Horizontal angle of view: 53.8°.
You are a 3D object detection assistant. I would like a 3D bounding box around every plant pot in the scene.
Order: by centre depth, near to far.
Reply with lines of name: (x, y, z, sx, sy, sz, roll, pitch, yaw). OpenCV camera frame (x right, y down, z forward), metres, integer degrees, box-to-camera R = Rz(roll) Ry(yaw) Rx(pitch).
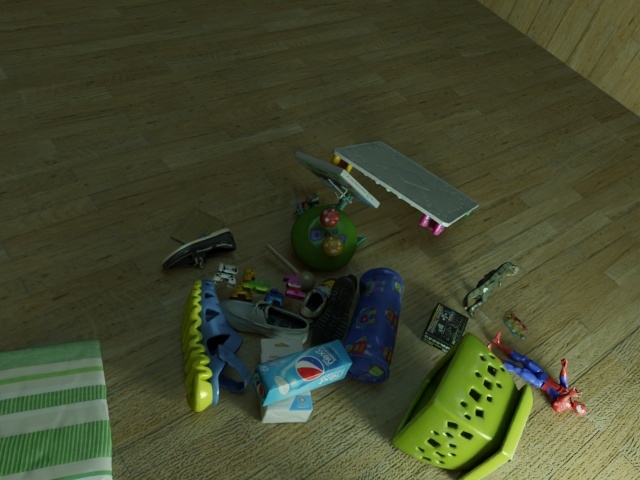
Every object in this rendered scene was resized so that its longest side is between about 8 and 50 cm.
plant pot: (0.321, 0.382, 1.386, 0.207, 0.227, 0.228, 36, 47, 8)

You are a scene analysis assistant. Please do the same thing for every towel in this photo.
towel: (-0.553, 0.353, 1.260, 0.247, 0.038, 0.325, -5, 48, -23)

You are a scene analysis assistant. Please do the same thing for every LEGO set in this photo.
LEGO set: (-0.157, 0.104, 1.575, 0.227, 0.087, 0.093, 12, 50, -12)

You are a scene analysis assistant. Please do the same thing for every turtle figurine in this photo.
turtle figurine: (0.019, -0.070, 1.781, 0.175, 0.118, 0.234, -32, 79, -18)

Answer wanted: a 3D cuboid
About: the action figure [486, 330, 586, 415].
action figure: (0.557, 0.323, 1.577, 0.280, 0.139, 0.091, 40, 50, 16)

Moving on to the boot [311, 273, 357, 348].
boot: (0.046, 0.179, 1.563, 0.076, 0.198, 0.137, 27, 8, 8)

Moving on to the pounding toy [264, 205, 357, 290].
pounding toy: (0.000, 0.000, 1.646, 0.236, 0.110, 0.183, -38, 87, -18)

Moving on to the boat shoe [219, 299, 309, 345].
boat shoe: (-0.133, 0.181, 1.518, 0.227, 0.081, 0.079, 20, 43, -1)

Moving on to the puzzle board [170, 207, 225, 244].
puzzle board: (-0.330, -0.029, 1.704, 0.096, 0.011, 0.128, 26, 46, 5)

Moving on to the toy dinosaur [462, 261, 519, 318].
toy dinosaur: (0.438, 0.142, 1.714, 0.064, 0.118, 0.268, 41, 50, 21)

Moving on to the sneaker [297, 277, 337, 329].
sneaker: (0.006, 0.145, 1.597, 0.069, 0.084, 0.185, 30, 47, 11)

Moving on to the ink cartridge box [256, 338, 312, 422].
ink cartridge box: (-0.085, 0.314, 1.425, 0.104, 0.062, 0.181, 4, 48, -16)

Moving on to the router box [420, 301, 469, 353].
router box: (0.326, 0.231, 1.651, 0.092, 0.038, 0.122, 28, 46, 8)

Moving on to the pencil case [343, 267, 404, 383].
pencil case: (0.127, 0.209, 1.555, 0.119, 0.133, 0.306, 50, 38, -28)

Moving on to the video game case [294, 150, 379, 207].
video game case: (0.047, -0.174, 1.811, 0.212, 0.193, 0.023, 28, 83, 45)

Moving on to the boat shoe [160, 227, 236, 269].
boat shoe: (-0.306, 0.034, 1.610, 0.206, 0.075, 0.065, -27, 83, -31)

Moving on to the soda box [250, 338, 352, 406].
soda box: (-0.040, 0.286, 1.371, 0.210, 0.071, 0.067, -13, 54, -31)

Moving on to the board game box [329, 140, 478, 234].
board game box: (0.259, -0.169, 1.898, 0.390, 0.050, 0.390, 36, 24, 16)

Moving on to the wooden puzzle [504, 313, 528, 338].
wooden puzzle: (0.538, 0.236, 1.737, 0.049, 0.006, 0.083, -14, 54, -29)

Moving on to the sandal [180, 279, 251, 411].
sandal: (-0.238, 0.231, 1.425, 0.138, 0.126, 0.318, 3, 55, -23)
